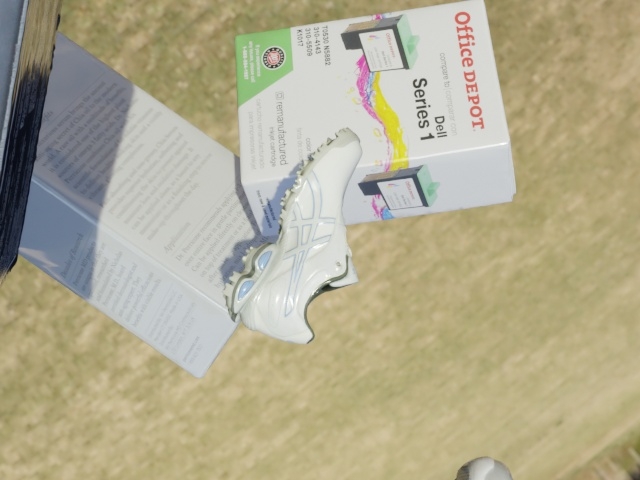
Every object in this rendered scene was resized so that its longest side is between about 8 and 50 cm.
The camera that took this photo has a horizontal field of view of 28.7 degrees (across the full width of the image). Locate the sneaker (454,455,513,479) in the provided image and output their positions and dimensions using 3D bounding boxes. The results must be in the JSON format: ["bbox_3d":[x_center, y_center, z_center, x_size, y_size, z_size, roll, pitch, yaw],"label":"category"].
[{"bbox_3d":[0.188,0.287,1.003,0.115,0.281,0.105,-22,-164,3],"label":"sneaker"}]

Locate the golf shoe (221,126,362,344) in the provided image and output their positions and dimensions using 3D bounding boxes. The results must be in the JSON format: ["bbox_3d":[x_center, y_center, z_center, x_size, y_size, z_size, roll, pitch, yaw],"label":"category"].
[{"bbox_3d":[0.000,0.000,0.970,0.176,0.086,0.069,-60,170,-9],"label":"golf shoe"}]

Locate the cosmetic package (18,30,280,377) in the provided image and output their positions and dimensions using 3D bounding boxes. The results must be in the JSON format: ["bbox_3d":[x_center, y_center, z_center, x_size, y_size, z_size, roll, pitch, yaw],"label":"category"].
[{"bbox_3d":[-0.262,-0.056,1.610,0.230,0.453,0.161,-54,179,-43],"label":"cosmetic package"}]

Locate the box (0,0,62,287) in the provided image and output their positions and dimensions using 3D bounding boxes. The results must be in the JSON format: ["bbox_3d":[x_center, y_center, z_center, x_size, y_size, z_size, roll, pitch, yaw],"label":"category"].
[{"bbox_3d":[-0.293,-0.102,0.881,0.294,0.183,0.296,-124,-135,-75],"label":"box"}]

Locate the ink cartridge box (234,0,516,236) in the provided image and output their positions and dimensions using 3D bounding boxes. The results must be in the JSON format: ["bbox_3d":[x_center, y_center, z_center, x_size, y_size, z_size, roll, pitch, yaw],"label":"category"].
[{"bbox_3d":[0.057,-0.132,1.342,0.278,0.201,0.117,-8,149,5],"label":"ink cartridge box"}]
